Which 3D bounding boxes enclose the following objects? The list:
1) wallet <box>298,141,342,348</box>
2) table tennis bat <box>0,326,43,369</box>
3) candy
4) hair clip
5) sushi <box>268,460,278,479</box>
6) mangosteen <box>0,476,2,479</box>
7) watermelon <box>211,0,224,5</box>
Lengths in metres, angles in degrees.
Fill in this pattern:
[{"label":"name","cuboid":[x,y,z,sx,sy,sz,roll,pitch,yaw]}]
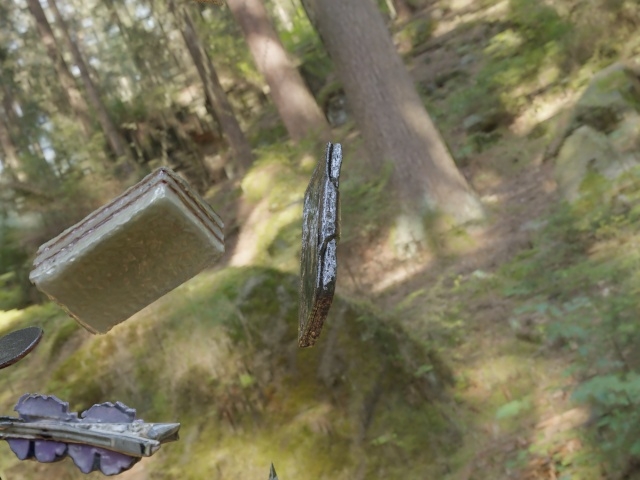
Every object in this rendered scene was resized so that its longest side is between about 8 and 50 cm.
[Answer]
[{"label":"wallet","cuboid":[0.000,0.000,1.465,0.042,0.309,0.165,11,-38,-11]},{"label":"table tennis bat","cuboid":[-0.444,0.152,1.275,0.156,0.013,0.087,-15,28,26]},{"label":"candy","cuboid":[-0.350,0.023,1.715,0.321,0.179,0.135,-31,31,12]},{"label":"hair clip","cuboid":[-0.339,0.275,1.318,0.292,0.106,0.084,3,6,14]},{"label":"sushi","cuboid":[-0.054,0.403,1.354,0.026,0.126,0.120,2,26,-17]},{"label":"mangosteen","cuboid":[-0.540,0.360,1.170,0.311,0.311,0.311,-24,-7,-3]},{"label":"watermelon","cuboid":[-0.294,-0.514,1.776,0.283,0.292,0.250,-11,39,34]}]
